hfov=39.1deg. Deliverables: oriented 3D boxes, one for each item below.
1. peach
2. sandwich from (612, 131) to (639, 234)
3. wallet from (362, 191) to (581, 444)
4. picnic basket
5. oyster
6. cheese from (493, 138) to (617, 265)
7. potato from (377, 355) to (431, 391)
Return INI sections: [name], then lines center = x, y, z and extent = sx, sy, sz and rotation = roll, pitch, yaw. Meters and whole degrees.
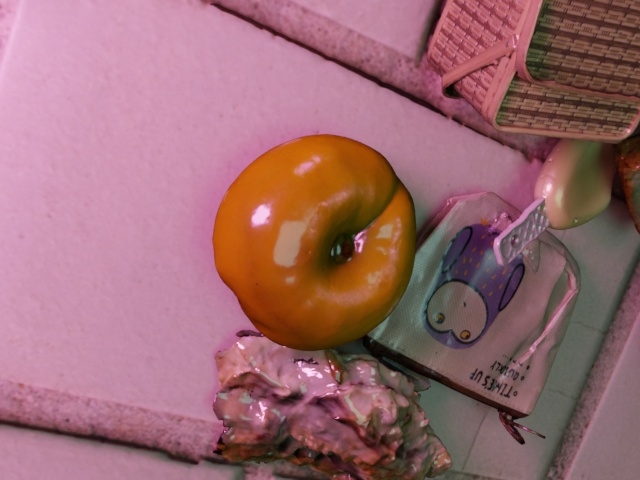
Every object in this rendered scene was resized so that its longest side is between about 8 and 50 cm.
[peach]
center = 0.000, 0.000, 1.022
extent = 0.251, 0.153, 0.251
rotation = -9, 103, -40
[sandwich]
center = 0.528, -0.103, 1.201
extent = 0.251, 0.087, 0.226
rotation = -19, 144, 17
[wallet]
center = 0.225, 0.096, 1.203
extent = 0.335, 0.068, 0.275
rotation = 30, 83, -28
[picnic basket]
center = 0.291, -0.269, 1.013
extent = 0.227, 0.175, 0.313
rotation = 3, 124, -28
[oyster]
center = 0.027, 0.231, 1.116
extent = 0.354, 0.107, 0.201
rotation = 18, 108, -23
[cheese]
center = 0.303, -0.047, 1.176
extent = 0.255, 0.050, 0.127
rotation = -40, 123, -29
[potato]
center = 0.102, 0.169, 1.195
extent = 0.093, 0.036, 0.037
rotation = 32, 132, -28
